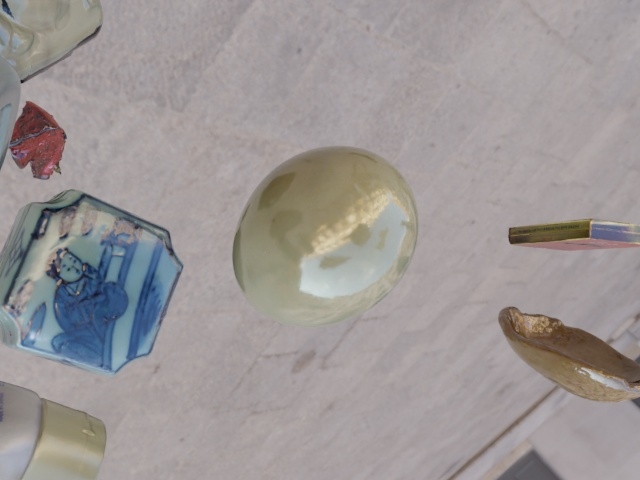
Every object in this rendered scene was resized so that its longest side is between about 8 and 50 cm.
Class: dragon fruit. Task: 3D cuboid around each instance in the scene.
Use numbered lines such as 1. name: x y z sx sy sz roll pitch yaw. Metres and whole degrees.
1. dragon fruit: -0.592 -0.188 1.503 0.192 0.092 0.122 112 -8 -52

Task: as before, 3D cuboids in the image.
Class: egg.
1. egg: 0.000 0.000 0.778 0.186 0.186 0.241 -10 161 -45

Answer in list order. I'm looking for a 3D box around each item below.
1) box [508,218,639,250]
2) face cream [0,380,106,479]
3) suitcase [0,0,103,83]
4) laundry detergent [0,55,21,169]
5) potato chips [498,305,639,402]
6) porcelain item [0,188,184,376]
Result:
1. box: 0.287 -0.005 0.785 0.090 0.023 0.133 4 175 -23
2. face cream: -0.237 0.094 0.398 0.224 0.114 0.070 33 86 -30
3. suitcase: -0.438 -0.353 0.862 0.339 0.194 0.351 -56 144 -48
4. laundry detergent: -0.446 -0.139 0.525 0.264 0.398 0.125 -41 -156 52
5. potato chips: 0.327 0.157 0.935 0.195 0.208 0.062 -14 124 -66
6. porcelain item: -0.399 0.074 1.209 0.286 0.157 0.281 29 72 -33
